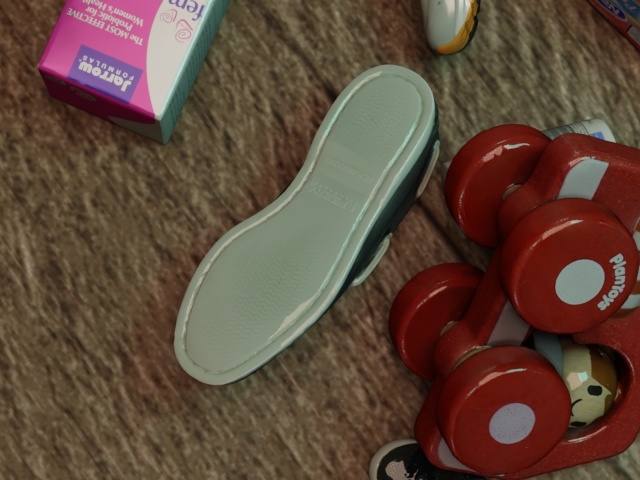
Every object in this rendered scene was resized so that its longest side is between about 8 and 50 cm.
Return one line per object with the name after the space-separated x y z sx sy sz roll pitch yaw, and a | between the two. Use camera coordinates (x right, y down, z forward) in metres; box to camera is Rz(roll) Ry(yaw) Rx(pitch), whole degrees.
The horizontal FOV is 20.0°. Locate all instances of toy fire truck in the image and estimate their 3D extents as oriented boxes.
0.210 0.062 1.420 0.253 0.169 0.302 13 113 -22 | toy fire truck

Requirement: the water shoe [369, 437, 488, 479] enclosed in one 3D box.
0.129 0.228 1.453 0.203 0.080 0.073 38 81 3 | water shoe

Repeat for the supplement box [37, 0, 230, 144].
-0.134 -0.205 1.488 0.111 0.114 0.220 23 83 0 | supplement box

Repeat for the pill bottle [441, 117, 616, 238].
0.174 -0.049 1.496 0.137 0.078 0.078 -13 83 -5 | pill bottle

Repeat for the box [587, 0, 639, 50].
0.299 -0.243 1.494 0.300 0.154 0.142 44 82 5 | box

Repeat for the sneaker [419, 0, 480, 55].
0.068 -0.275 1.525 0.121 0.099 0.263 -7 75 4 | sneaker

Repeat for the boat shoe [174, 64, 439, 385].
0.000 0.000 1.474 0.114 0.091 0.302 38 83 23 | boat shoe
